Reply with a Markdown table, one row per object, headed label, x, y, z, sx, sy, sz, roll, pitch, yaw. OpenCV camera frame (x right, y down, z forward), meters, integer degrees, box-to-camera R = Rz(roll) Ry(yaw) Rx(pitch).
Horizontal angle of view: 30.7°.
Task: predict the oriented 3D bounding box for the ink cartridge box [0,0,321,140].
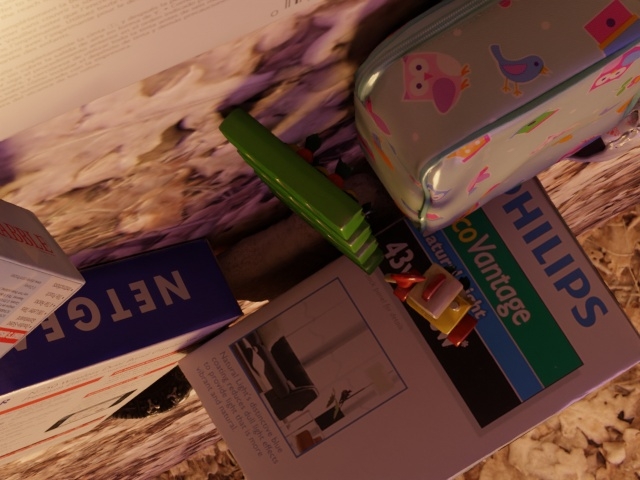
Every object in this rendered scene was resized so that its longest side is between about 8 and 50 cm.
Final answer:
| label | x | y | z | sx | sy | sz | roll | pitch | yaw |
| --- | --- | --- | --- | --- | --- | --- | --- | --- | --- |
| ink cartridge box | -0.066 | -0.128 | 0.406 | 0.275 | 0.060 | 0.239 | -25 | 168 | -9 |

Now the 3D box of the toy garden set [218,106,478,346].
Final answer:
| label | x | y | z | sx | sy | sz | roll | pitch | yaw |
| --- | --- | --- | --- | --- | --- | --- | --- | --- | --- |
| toy garden set | 0.038 | -0.010 | 0.861 | 0.049 | 0.204 | 0.244 | -50 | 170 | -2 |

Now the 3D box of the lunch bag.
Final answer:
| label | x | y | z | sx | sy | sz | roll | pitch | yaw |
| --- | --- | --- | --- | --- | --- | --- | --- | --- | --- |
| lunch bag | 0.139 | -0.111 | 0.844 | 0.224 | 0.108 | 0.279 | -32 | 171 | -1 |

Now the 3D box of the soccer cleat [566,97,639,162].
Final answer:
| label | x | y | z | sx | sy | sz | roll | pitch | yaw |
| --- | --- | --- | --- | --- | --- | --- | --- | --- | --- |
| soccer cleat | 0.325 | -0.128 | 1.198 | 0.076 | 0.068 | 0.196 | -16 | 168 | -35 |

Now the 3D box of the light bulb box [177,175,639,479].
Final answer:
| label | x | y | z | sx | sy | sz | roll | pitch | yaw |
| --- | --- | --- | --- | --- | --- | --- | --- | --- | --- |
| light bulb box | 0.092 | 0.116 | 1.175 | 0.361 | 0.225 | 0.358 | -32 | 173 | 2 |

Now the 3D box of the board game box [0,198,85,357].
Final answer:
| label | x | y | z | sx | sy | sz | roll | pitch | yaw |
| --- | --- | --- | --- | --- | --- | --- | --- | --- | --- |
| board game box | -0.310 | 0.081 | 0.567 | 0.318 | 0.066 | 0.319 | -41 | 165 | 3 |

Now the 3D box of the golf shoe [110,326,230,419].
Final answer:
| label | x | y | z | sx | sy | sz | roll | pitch | yaw |
| --- | --- | --- | --- | --- | --- | --- | --- | --- | --- |
| golf shoe | -0.190 | 0.179 | 1.477 | 0.198 | 0.077 | 0.094 | -21 | 168 | -24 |

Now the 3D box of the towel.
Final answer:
| label | x | y | z | sx | sy | sz | roll | pitch | yaw |
| --- | --- | --- | --- | --- | --- | --- | --- | --- | --- |
| towel | 0.000 | 0.000 | 1.184 | 0.187 | 0.049 | 0.282 | -31 | 170 | 9 |

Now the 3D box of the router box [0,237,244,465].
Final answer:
| label | x | y | z | sx | sy | sz | roll | pitch | yaw |
| --- | --- | --- | --- | --- | --- | --- | --- | --- | --- |
| router box | -0.280 | 0.130 | 1.018 | 0.335 | 0.082 | 0.301 | -16 | 164 | -46 |
